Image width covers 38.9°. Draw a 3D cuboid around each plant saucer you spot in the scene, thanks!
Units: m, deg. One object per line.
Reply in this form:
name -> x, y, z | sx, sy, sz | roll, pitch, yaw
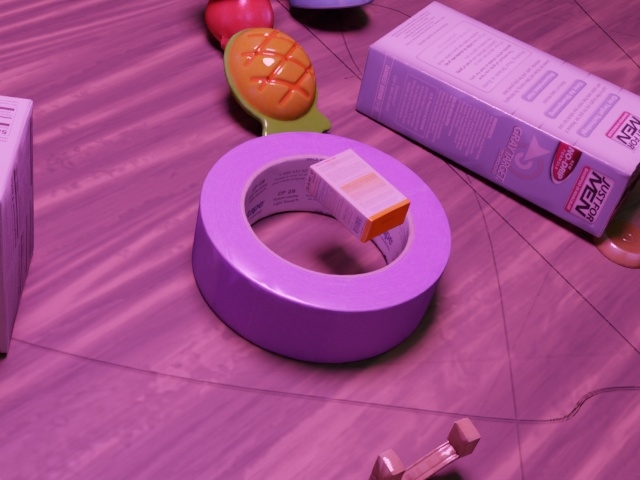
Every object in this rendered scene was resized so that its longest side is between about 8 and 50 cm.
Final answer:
plant saucer -> 0.392, 0.000, 1.166 | 0.084, 0.015, 0.083 | 8, 45, -8

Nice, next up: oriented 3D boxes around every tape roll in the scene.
tape roll -> 0.000, 0.000, 1.001 | 0.275, 0.090, 0.274 | 9, 45, -9

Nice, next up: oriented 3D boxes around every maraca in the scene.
maraca -> -0.056, -0.195, 1.180 | 0.127, 0.099, 0.185 | -20, 80, -29

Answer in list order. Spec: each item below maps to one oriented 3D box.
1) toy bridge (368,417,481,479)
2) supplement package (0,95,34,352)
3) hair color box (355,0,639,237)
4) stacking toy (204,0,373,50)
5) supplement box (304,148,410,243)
toy bridge -> 0.058, 0.216, 0.816 | 0.188, 0.063, 0.026 | -17, 53, -28
supplement package -> -0.406, -0.024, 0.821 | 0.262, 0.204, 0.145 | 7, 44, -10
hair color box -> 0.258, -0.174, 1.225 | 0.375, 0.113, 0.185 | 30, 46, 19
stacking toy -> -0.087, -0.382, 1.386 | 0.309, 0.130, 0.280 | -19, 28, -35
supplement box -> 0.039, -0.048, 0.969 | 0.062, 0.036, 0.098 | -26, 58, -35
